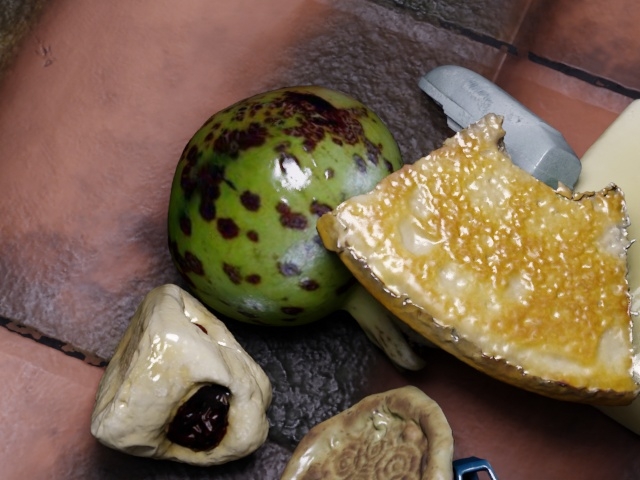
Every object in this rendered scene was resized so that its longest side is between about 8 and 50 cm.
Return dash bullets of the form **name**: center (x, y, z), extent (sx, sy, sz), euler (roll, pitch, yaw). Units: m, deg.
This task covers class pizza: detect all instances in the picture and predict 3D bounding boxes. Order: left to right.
- **pizza**: center (0.162, 0.014, 1.626), extent (0.323, 0.089, 0.223), euler (30, 66, -3)

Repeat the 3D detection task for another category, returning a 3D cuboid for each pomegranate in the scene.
- **pomegranate**: center (-0.016, 0.007, 1.727), extent (0.242, 0.242, 0.306), euler (-26, 98, -11)

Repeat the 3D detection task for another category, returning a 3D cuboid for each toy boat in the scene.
- **toy boat**: center (0.164, -0.110, 1.795), extent (0.085, 0.078, 0.260), euler (-57, 36, 10)

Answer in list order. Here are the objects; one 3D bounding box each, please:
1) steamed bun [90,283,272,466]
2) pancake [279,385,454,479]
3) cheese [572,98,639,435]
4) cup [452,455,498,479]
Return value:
- **steamed bun**: center (-0.118, 0.139, 1.692), extent (0.155, 0.172, 0.141), euler (28, 106, -13)
- **pancake**: center (0.037, 0.227, 1.631), extent (0.212, 0.029, 0.235), euler (-52, 31, -3)
- **cheese**: center (0.321, 0.029, 1.743), extent (0.242, 0.124, 0.265), euler (36, 70, 15)
- **cup**: center (0.149, 0.271, 1.610), extent (0.131, 0.155, 0.176), euler (-14, 66, -7)
